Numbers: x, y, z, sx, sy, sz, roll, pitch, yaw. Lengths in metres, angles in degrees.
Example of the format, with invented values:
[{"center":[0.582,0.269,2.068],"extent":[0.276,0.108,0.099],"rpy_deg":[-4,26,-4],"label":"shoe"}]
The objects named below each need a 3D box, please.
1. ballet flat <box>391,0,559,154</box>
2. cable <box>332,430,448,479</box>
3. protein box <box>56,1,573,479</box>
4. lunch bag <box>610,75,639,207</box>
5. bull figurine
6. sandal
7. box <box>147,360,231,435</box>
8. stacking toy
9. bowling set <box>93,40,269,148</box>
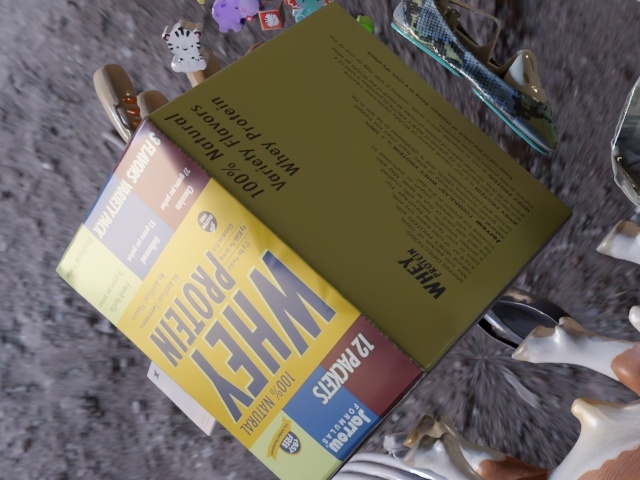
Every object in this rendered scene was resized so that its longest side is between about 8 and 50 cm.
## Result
[{"center":[0.147,-0.154,1.312],"extent":[0.188,0.070,0.070],"rpy_deg":[40,91,2],"label":"ballet flat"},{"center":[0.114,0.248,1.139],"extent":[0.257,0.257,0.089],"rpy_deg":[31,70,-6],"label":"cable"},{"center":[0.000,0.000,0.884],"extent":[0.200,0.201,0.136],"rpy_deg":[42,130,6],"label":"protein box"},{"center":[0.356,-0.078,1.008],"extent":[0.235,0.287,0.169],"rpy_deg":[1,73,-14],"label":"lunch bag"},{"center":[0.148,0.140,0.808],"extent":[0.188,0.101,0.310],"rpy_deg":[41,120,2],"label":"bull figurine"},{"center":[0.204,0.087,1.766],"extent":[0.254,0.097,0.054],"rpy_deg":[28,67,28],"label":"sandal"},{"center":[-0.070,0.091,1.239],"extent":[0.102,0.087,0.101],"rpy_deg":[38,115,43],"label":"box"},{"center":[-0.045,-0.243,1.545],"extent":[0.221,0.167,0.052],"rpy_deg":[-5,126,10],"label":"stacking toy"},{"center":[-0.111,-0.127,1.701],"extent":[0.200,0.287,0.154],"rpy_deg":[-28,73,10],"label":"bowling set"}]
